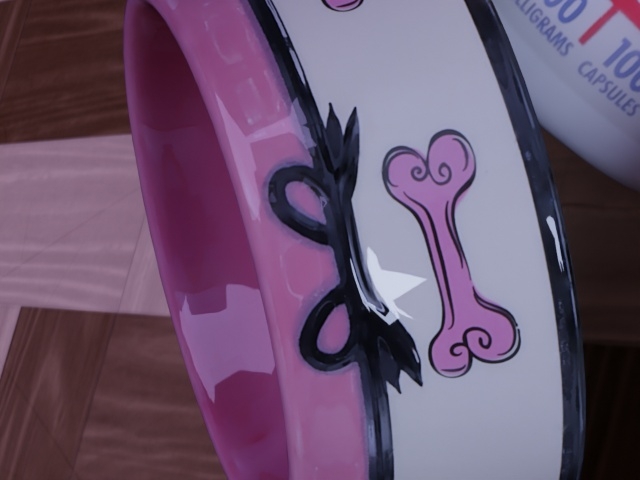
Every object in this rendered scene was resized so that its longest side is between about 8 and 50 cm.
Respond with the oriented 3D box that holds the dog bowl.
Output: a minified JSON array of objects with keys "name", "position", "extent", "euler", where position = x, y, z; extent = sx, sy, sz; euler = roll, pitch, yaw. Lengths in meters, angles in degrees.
[{"name":"dog bowl","position":[0.000,0.000,1.036],"extent":[0.408,0.150,0.408],"euler":[166,90,-77]}]

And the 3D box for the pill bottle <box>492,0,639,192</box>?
[{"name":"pill bottle","position":[0.263,-0.231,0.949],"extent":[0.407,0.229,0.229],"euler":[-46,41,27]}]
